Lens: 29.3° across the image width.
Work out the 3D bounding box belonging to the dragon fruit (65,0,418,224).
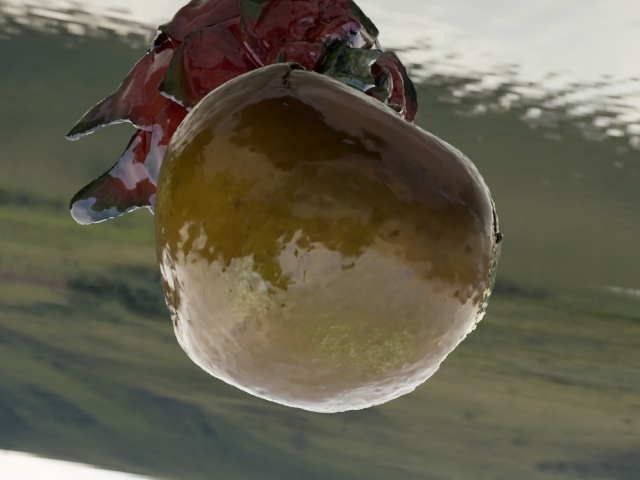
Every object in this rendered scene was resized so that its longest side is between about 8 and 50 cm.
[{"bbox_3d":[-0.050,-0.076,0.856,0.274,0.193,0.192,-27,115,41],"label":"dragon fruit"}]

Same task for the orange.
[{"bbox_3d":[0.000,0.000,0.512,0.156,0.134,0.156,39,-166,-11],"label":"orange"}]
